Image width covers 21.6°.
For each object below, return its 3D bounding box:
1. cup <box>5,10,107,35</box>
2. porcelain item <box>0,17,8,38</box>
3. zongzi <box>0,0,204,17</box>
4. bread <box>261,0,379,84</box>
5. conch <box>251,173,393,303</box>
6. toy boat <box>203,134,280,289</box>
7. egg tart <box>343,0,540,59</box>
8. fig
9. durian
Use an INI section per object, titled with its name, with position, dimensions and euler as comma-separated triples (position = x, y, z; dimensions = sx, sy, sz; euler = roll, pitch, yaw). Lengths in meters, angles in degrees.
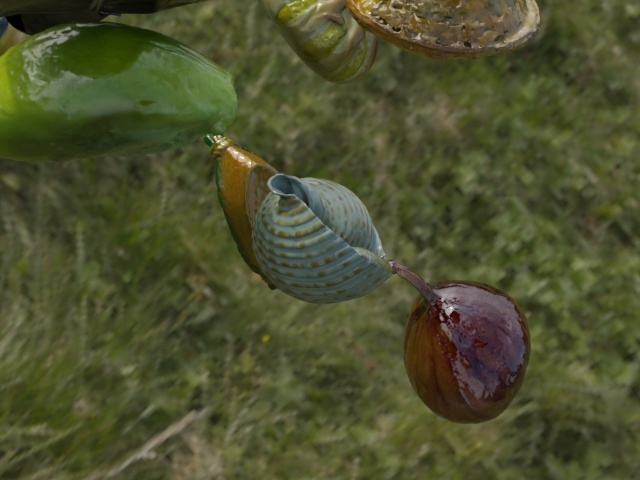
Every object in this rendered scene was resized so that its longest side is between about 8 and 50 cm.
[cup]
position = -0.232, -0.310, 1.555
dimensions = 0.177, 0.239, 0.166
euler = 59, 39, -47
[porcelain item]
position = -0.444, -0.264, 1.609
dimensions = 0.281, 0.157, 0.286
euler = -22, 106, -55
[zongzi]
position = -0.122, -0.256, 1.264
dimensions = 0.241, 0.247, 0.111
euler = -4, 69, -33
[bread]
position = 0.003, -0.283, 1.987
dimensions = 0.213, 0.104, 0.213
euler = 53, 14, -20
[conch]
position = -0.002, 0.006, 1.456
dimensions = 0.135, 0.102, 0.153
euler = 37, 15, 26
[toy boat]
position = -0.075, -0.028, 1.990
dimensions = 0.089, 0.088, 0.229
euler = -36, 121, -24
[egg tart]
position = 0.112, -0.231, 1.537
dimensions = 0.191, 0.074, 0.191
euler = 7, 37, -5
[fig]
position = 0.163, 0.103, 1.904
dimensions = 0.149, 0.148, 0.202
euler = -33, 124, -53
[durian]
position = -0.193, -0.112, 1.381
dimensions = 0.250, 0.139, 0.101
euler = -7, 54, -4
